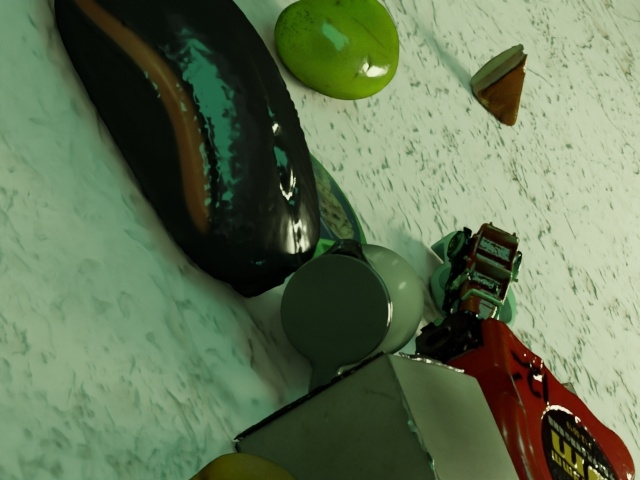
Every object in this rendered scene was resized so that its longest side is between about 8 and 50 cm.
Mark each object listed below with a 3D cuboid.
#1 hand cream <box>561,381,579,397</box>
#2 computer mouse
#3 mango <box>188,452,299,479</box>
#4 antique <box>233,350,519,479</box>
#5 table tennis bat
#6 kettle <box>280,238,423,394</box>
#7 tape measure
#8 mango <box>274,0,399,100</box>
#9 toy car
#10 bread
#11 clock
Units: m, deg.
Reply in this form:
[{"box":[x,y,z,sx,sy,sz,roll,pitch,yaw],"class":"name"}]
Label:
[{"box":[0.230,0.166,1.973,0.209,0.043,0.067,16,47,-65],"class":"hand cream"},{"box":[-0.096,-0.112,1.598,0.323,0.116,0.183,60,28,7],"class":"computer mouse"},{"box":[-0.025,0.231,1.320,0.195,0.091,0.130,58,19,-19],"class":"mango"},{"box":[0.049,0.179,1.457,0.152,0.146,0.148,18,46,-57],"class":"antique"},{"box":[0.000,0.000,1.738,0.160,0.039,0.257,18,41,-53],"class":"table tennis bat"},{"box":[0.017,0.063,1.592,0.098,0.127,0.148,42,8,7],"class":"kettle"},{"box":[0.178,0.220,1.701,0.253,0.114,0.260,42,30,-33],"class":"tape measure"},{"box":[0.018,-0.191,1.971,0.163,0.089,0.117,-34,99,-55],"class":"mango"},{"box":[0.147,0.052,1.862,0.073,0.054,0.143,25,54,-11],"class":"toy car"},{"box":[0.211,-0.185,2.377,0.062,0.109,0.043,-3,44,-13],"class":"bread"},{"box":[0.146,0.058,1.940,0.101,0.041,0.135,48,25,-20],"class":"clock"}]
